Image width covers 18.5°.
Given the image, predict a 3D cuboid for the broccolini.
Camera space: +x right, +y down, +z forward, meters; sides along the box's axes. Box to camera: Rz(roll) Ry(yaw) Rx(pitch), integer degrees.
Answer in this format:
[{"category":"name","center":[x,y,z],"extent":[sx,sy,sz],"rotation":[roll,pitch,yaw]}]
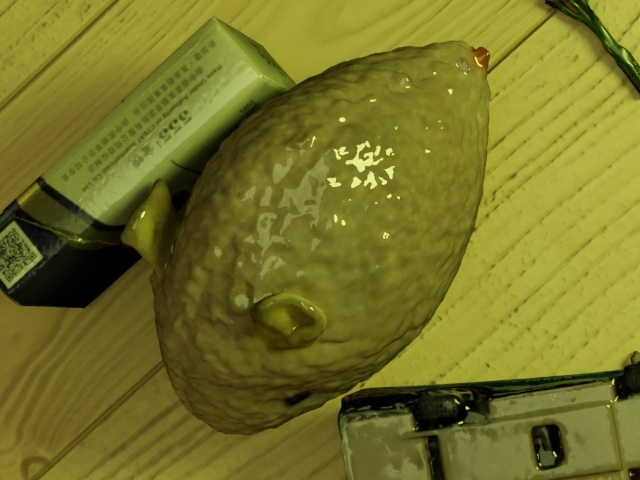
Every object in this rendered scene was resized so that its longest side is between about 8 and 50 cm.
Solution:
[{"category":"broccolini","center":[0.209,-0.164,1.527],"extent":[0.035,0.030,0.140],"rotation":[-38,87,16]}]

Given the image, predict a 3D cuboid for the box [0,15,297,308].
[{"category":"box","center":[-0.136,-0.053,1.517],"extent":[0.259,0.168,0.071],"rotation":[-43,80,8]}]

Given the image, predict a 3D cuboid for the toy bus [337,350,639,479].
[{"category":"toy bus","center":[0.179,0.144,1.475],"extent":[0.316,0.138,0.113],"rotation":[-7,93,9]}]

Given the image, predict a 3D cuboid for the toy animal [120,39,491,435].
[{"category":"toy animal","center":[0.004,-0.006,1.458],"extent":[0.188,0.226,0.358],"rotation":[36,95,29]}]
